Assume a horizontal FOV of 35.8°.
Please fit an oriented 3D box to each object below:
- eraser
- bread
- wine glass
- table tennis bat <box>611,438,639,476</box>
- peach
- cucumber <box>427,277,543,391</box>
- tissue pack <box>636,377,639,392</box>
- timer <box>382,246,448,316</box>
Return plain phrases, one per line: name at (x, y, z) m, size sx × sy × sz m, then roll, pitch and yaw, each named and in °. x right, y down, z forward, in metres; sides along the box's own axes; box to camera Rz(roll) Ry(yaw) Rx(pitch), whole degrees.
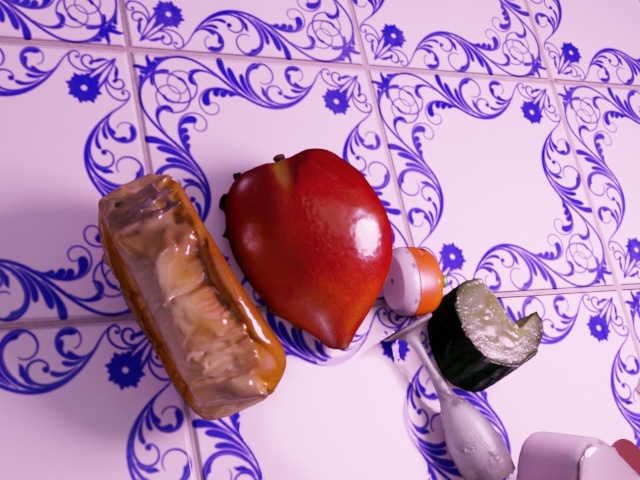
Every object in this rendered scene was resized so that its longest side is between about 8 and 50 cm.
eraser at (0.444, 0.470, 1.678) m, size 0.331 × 0.150 × 0.331 m, roll 1°, pitch 87°, yaw -35°
bread at (-0.196, 0.080, 1.523) m, size 0.183 × 0.236 × 0.388 m, roll -26°, pitch 90°, yaw -19°
wine glass at (0.160, 0.315, 1.688) m, size 0.264 × 0.096 × 0.309 m, roll -25°, pitch 82°, yaw -29°
table tennis bat at (0.617, 0.453, 1.915) m, size 0.156 × 0.013 × 0.087 m, roll 47°, pitch 52°, yaw 0°
peach at (0.000, 0.000, 1.671) m, size 0.258 × 0.201 × 0.361 m, roll -14°, pitch 75°, yaw -34°
cucumber at (0.291, 0.175, 1.804) m, size 0.191 × 0.130 × 0.191 m, roll 14°, pitch 54°, yaw -21°
tissue pack at (0.689, 0.303, 1.993) m, size 0.083 × 0.062 × 0.042 m, roll 34°, pitch 61°, yaw -10°
timer at (0.179, 0.073, 1.797) m, size 0.136 × 0.099 × 0.136 m, roll 5°, pitch 77°, yaw -23°
